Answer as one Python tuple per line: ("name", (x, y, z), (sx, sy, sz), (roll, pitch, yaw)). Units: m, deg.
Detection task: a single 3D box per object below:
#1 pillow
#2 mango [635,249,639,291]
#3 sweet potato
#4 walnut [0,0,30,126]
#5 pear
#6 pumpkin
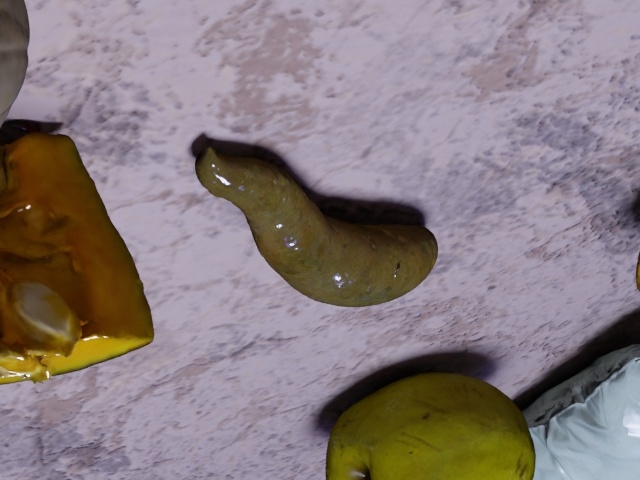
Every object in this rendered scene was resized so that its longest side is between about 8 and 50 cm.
("pillow", (0.277, 0.199, 1.436), (0.283, 0.138, 0.310), (21, 134, -29))
("mango", (0.353, -0.019, 1.097), (0.287, 0.152, 0.201), (-35, 141, 18))
("sweet potato", (-0.002, 0.001, 0.965), (0.069, 0.059, 0.249), (-52, 142, 13))
("walnut", (-0.186, -0.075, 0.584), (0.162, 0.140, 0.140), (-17, 155, -28))
("pear", (0.089, 0.175, 1.263), (0.162, 0.148, 0.149), (-1, 147, -29))
("pumpkin", (-0.224, 0.001, 0.699), (0.281, 0.139, 0.190), (-19, 154, -12))
